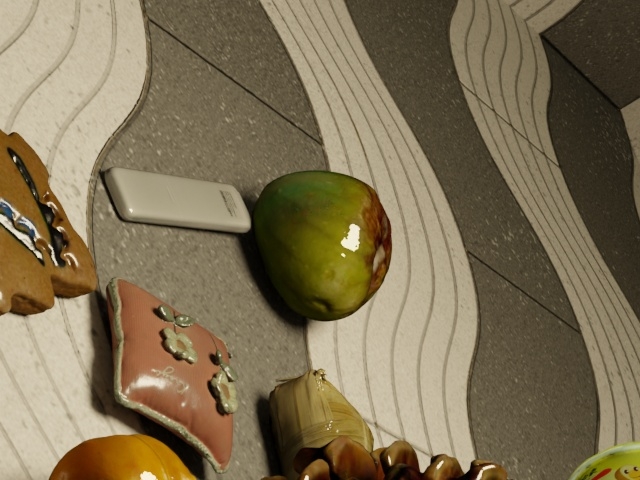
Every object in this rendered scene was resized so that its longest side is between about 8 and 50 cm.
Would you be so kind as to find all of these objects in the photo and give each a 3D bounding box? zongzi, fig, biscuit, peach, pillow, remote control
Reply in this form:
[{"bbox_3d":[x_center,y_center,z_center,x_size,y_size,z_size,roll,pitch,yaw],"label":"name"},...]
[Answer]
[{"bbox_3d":[0.026,0.262,1.968,0.197,0.099,0.194,45,25,-46],"label":"zongzi"},{"bbox_3d":[0.000,0.000,2.148,0.191,0.181,0.181,37,17,18],"label":"fig"},{"bbox_3d":[-0.323,-0.021,1.655,0.278,0.043,0.301,51,24,-18],"label":"biscuit"},{"bbox_3d":[-0.174,0.240,1.530,0.138,0.138,0.138,45,26,-30],"label":"peach"},{"bbox_3d":[-0.148,0.132,1.784,0.179,0.075,0.171,38,31,-38],"label":"pillow"},{"bbox_3d":[-0.166,-0.044,2.036,0.261,0.029,0.067,6,56,-60],"label":"remote control"}]

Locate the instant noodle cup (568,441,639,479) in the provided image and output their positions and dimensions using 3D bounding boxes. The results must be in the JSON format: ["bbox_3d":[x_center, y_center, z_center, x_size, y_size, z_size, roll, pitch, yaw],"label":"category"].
[{"bbox_3d":[0.429,0.448,2.328,0.311,0.311,0.221,58,32,-3],"label":"instant noodle cup"}]

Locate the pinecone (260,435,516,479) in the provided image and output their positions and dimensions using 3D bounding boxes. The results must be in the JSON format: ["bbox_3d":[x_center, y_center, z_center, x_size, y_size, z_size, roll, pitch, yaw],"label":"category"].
[{"bbox_3d":[0.096,0.379,1.654,0.398,0.398,0.398,45,26,-30],"label":"pinecone"}]
